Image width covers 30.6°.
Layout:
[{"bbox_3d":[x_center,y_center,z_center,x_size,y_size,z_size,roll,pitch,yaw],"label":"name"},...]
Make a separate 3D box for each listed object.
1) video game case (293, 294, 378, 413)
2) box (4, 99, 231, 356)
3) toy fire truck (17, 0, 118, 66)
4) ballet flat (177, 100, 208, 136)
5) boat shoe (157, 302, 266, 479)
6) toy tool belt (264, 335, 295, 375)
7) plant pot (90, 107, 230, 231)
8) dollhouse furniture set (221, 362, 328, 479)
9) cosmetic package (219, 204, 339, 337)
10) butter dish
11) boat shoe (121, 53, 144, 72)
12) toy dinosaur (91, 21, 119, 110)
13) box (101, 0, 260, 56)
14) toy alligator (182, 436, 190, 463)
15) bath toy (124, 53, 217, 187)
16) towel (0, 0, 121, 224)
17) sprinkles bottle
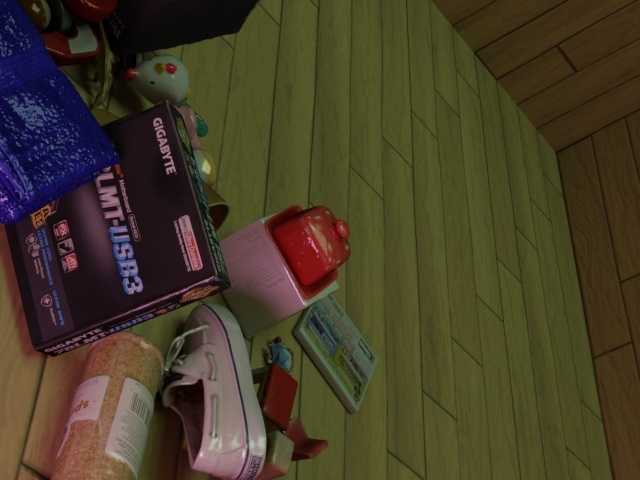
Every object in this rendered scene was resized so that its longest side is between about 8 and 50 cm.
[{"bbox_3d":[0.034,0.217,2.380,0.212,0.023,0.193,56,27,-14],"label":"video game case"},{"bbox_3d":[-0.306,-0.018,1.698,0.073,0.293,0.296,43,28,-68],"label":"box"},{"bbox_3d":[-0.494,-0.418,1.899,0.254,0.169,0.302,-20,82,-52],"label":"toy fire truck"},{"bbox_3d":[-0.265,-0.247,2.278,0.114,0.041,0.041,47,31,-29],"label":"ballet flat"},{"bbox_3d":[-0.203,0.227,1.841,0.156,0.136,0.367,9,36,-24],"label":"boat shoe"},{"bbox_3d":[-0.077,0.212,2.160,0.051,0.052,0.083,31,39,-59],"label":"toy tool belt"},{"bbox_3d":[-0.311,-0.079,1.859,0.254,0.237,0.237,52,25,10],"label":"plant pot"},{"bbox_3d":[-0.049,0.394,1.873,0.201,0.152,0.374,45,40,-30],"label":"dollhouse furniture set"},{"bbox_3d":[-0.091,0.056,2.166,0.184,0.151,0.151,63,27,2],"label":"cosmetic package"},{"bbox_3d":[0.000,0.000,2.077,0.160,0.118,0.160,60,29,-2],"label":"butter dish"},{"bbox_3d":[-0.378,-0.442,2.198,0.091,0.114,0.303,0,61,-14],"label":"boat shoe"},{"bbox_3d":[-0.380,-0.322,2.054,0.092,0.053,0.183,-130,-140,-73],"label":"toy dinosaur"},{"bbox_3d":[-0.256,-0.662,2.012,0.297,0.472,0.480,-22,76,-37],"label":"box"},{"bbox_3d":[-0.182,0.316,1.888,0.190,0.056,0.051,-67,169,-65],"label":"toy alligator"},{"bbox_3d":[-0.265,-0.179,2.070,0.129,0.151,0.348,8,62,-50],"label":"bath toy"},{"bbox_3d":[-0.425,-0.195,1.585,0.227,0.076,0.308,-38,98,-45],"label":"towel"},{"bbox_3d":[-0.302,0.290,1.614,0.121,0.121,0.355,46,31,-29],"label":"sprinkles bottle"}]
